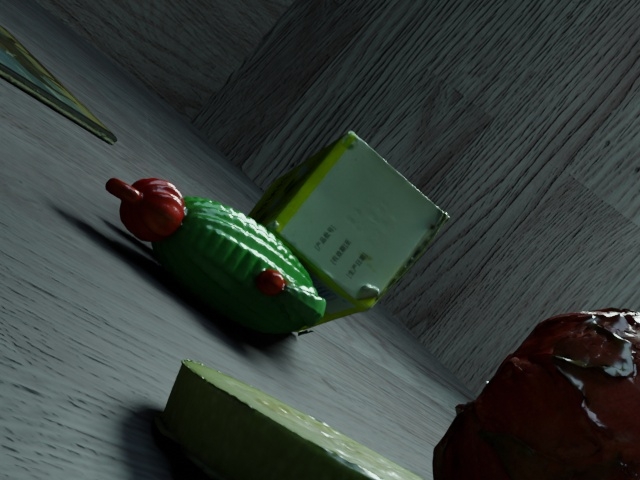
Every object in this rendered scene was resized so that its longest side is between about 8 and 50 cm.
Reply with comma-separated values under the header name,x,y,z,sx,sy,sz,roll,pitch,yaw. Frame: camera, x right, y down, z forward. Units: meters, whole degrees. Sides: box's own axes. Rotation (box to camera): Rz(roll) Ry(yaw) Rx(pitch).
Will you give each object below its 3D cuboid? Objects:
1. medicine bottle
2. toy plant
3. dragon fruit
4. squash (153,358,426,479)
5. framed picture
name,x,y,z,sx,sy,sz,roll,pitch,yaw
medicine bottle,0.000,0.000,1.289,0.141,0.137,0.250,39,-19,-10
toy plant,-0.099,0.010,1.109,0.240,0.088,0.154,32,-6,-19
dragon fruit,0.239,0.190,0.915,0.301,0.296,0.295,39,2,12
squash,0.011,0.128,0.699,0.219,0.041,0.219,26,-1,0
framed picture,-0.409,-0.246,1.508,0.265,0.016,0.347,43,4,25
